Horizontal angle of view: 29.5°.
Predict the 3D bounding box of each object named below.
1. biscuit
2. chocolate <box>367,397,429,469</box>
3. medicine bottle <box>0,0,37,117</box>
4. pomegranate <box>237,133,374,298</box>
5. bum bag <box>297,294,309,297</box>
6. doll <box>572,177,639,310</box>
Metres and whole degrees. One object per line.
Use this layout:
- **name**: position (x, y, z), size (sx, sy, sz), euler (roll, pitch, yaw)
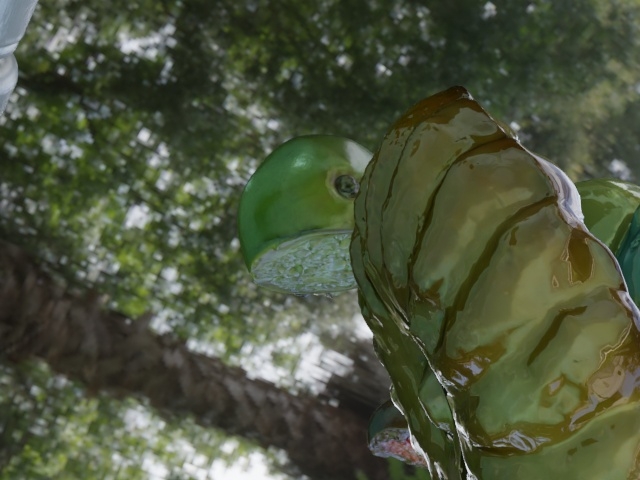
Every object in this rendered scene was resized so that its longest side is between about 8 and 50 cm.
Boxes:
- **biscuit**: position (0.102, 0.079, 0.686), size (0.107, 0.325, 0.325), euler (-24, -143, -5)
- **chocolate**: position (0.130, 0.261, 1.641), size (0.124, 0.133, 0.127), euler (-47, -147, 19)
- **medicine bottle**: position (-0.426, -0.167, 1.242), size (0.339, 0.208, 0.208), euler (-58, -148, 23)
- **pomegranate**: position (0.013, -0.029, 1.399), size (0.190, 0.241, 0.159), euler (-19, -121, 23)
- **bum bag**: position (0.000, 0.000, 1.790), size (0.197, 0.087, 0.049), euler (-49, -170, -3)
- **doll**: position (0.276, 0.035, 1.019), size (0.261, 0.162, 0.177), euler (10, -61, 65)
